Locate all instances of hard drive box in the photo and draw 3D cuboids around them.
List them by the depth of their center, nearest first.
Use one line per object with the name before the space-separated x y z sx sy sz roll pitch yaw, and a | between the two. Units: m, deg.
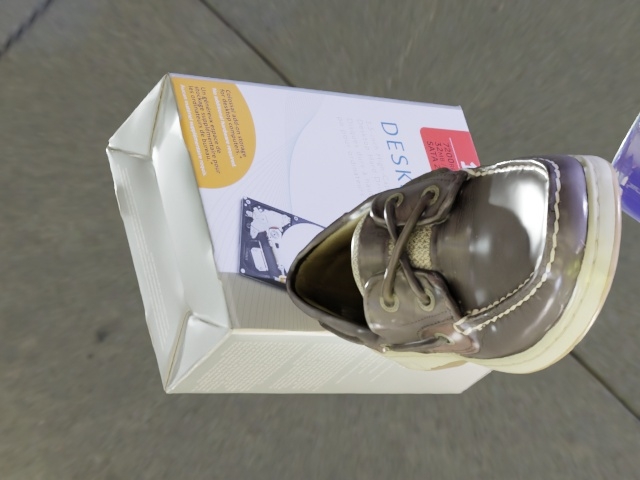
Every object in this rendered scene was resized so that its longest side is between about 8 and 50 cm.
hard drive box | 0.000 0.000 1.169 0.232 0.089 0.181 3 59 -36

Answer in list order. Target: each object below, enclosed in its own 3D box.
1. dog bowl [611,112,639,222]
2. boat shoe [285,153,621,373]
dog bowl | 0.346 -0.118 1.516 0.104 0.265 0.265 35 92 12
boat shoe | 0.059 0.014 0.944 0.092 0.285 0.102 10 80 -18
